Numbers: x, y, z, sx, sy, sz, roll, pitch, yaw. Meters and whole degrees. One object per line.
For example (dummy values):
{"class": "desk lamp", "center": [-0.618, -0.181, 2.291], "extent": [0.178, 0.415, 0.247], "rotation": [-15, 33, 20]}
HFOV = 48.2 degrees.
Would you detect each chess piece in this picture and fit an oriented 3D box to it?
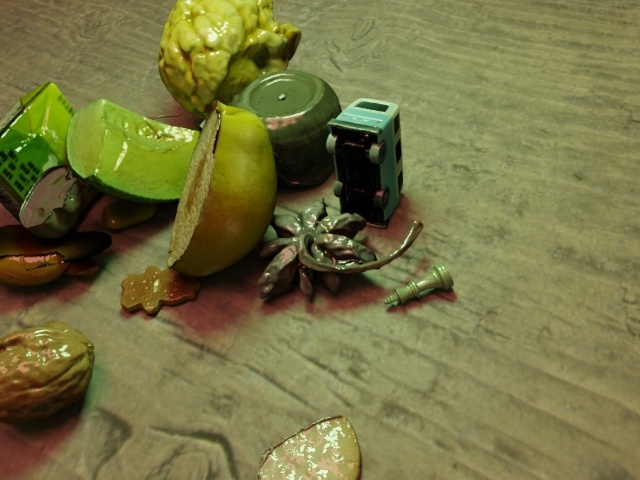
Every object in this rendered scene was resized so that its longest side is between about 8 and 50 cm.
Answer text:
{"class": "chess piece", "center": [0.202, 0.101, 1.504], "extent": [0.149, 0.059, 0.059], "rotation": [-25, 48, -4]}

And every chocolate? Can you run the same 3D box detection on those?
{"class": "chocolate", "center": [-0.706, -0.194, 1.810], "extent": [0.137, 0.301, 0.288], "rotation": [-1, 46, 31]}

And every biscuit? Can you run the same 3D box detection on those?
{"class": "biscuit", "center": [-0.030, 0.418, 1.274], "extent": [0.188, 0.040, 0.265], "rotation": [19, 55, 24]}
{"class": "biscuit", "center": [-0.369, 0.107, 1.638], "extent": [0.184, 0.027, 0.133], "rotation": [-20, 46, -8]}

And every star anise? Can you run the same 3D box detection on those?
{"class": "star anise", "center": [0.000, 0.000, 1.576], "extent": [0.359, 0.139, 0.316], "rotation": [-41, 58, -16]}

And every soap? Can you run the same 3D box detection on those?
{"class": "soap", "center": [-0.483, -0.072, 1.814], "extent": [0.140, 0.045, 0.089], "rotation": [-20, 45, -9]}

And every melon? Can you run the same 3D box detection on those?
{"class": "melon", "center": [-0.430, -0.213, 1.796], "extent": [0.226, 0.344, 0.331], "rotation": [-56, 38, 10]}

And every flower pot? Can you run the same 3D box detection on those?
{"class": "flower pot", "center": [-0.095, -0.279, 1.805], "extent": [0.302, 0.213, 0.301], "rotation": [-6, 46, 7]}

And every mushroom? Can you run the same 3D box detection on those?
{"class": "mushroom", "center": [-0.621, -0.081, 1.687], "extent": [0.141, 0.117, 0.188], "rotation": [-1, 59, 15]}

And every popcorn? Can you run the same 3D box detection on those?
{"class": "popcorn", "center": [-0.267, -0.509, 1.933], "extent": [0.390, 0.344, 0.354], "rotation": [-18, 72, -36]}

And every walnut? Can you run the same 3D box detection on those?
{"class": "walnut", "center": [-0.573, 0.265, 1.431], "extent": [0.245, 0.198, 0.198], "rotation": [-19, 47, -10]}

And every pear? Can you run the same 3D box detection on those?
{"class": "pear", "center": [-0.201, -0.102, 1.606], "extent": [0.191, 0.386, 0.340], "rotation": [15, 25, -21]}

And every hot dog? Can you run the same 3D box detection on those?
{"class": "hot dog", "center": [-0.669, 0.053, 1.694], "extent": [0.326, 0.107, 0.194], "rotation": [9, 33, 13]}

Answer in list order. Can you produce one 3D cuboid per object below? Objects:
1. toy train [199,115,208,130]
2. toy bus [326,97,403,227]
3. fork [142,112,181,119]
{"class": "toy train", "center": [-0.284, -0.294, 1.879], "extent": [0.055, 0.252, 0.048], "rotation": [30, 90, -11]}
{"class": "toy bus", "center": [0.116, -0.180, 1.637], "extent": [0.133, 0.271, 0.165], "rotation": [16, 47, 25]}
{"class": "fork", "center": [-0.465, -0.366, 2.105], "extent": [0.115, 0.012, 0.016], "rotation": [-4, 51, 2]}
